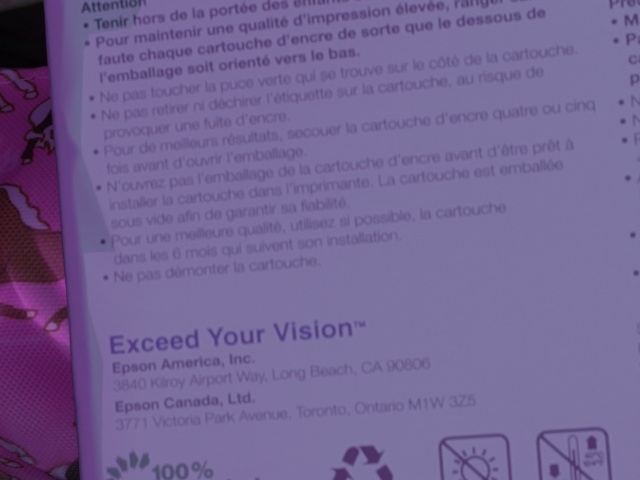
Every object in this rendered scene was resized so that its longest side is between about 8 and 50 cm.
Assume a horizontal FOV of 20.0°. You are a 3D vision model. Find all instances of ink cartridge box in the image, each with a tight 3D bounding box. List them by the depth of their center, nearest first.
[{"bbox_3d":[0.083,-0.062,0.526,0.324,0.071,0.330,-4,88,11],"label":"ink cartridge box"}]

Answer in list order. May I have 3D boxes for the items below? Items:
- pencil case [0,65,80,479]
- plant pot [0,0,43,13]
[{"bbox_3d":[0.000,0.000,0.658,0.386,0.160,0.167,-4,126,12],"label":"pencil case"},{"bbox_3d":[-0.129,-0.203,0.649,0.263,0.263,0.229,-9,106,13],"label":"plant pot"}]
